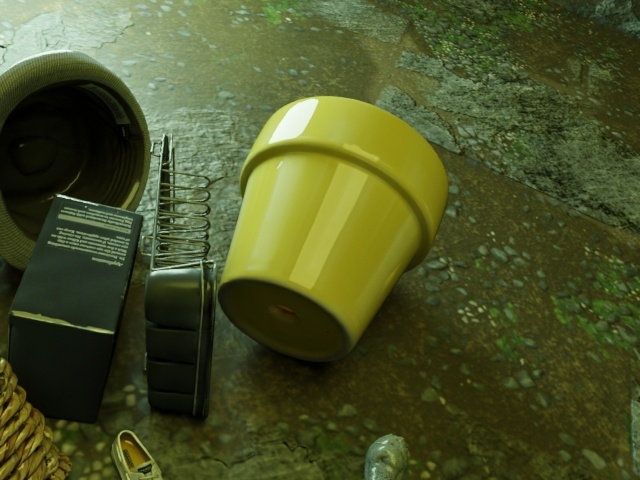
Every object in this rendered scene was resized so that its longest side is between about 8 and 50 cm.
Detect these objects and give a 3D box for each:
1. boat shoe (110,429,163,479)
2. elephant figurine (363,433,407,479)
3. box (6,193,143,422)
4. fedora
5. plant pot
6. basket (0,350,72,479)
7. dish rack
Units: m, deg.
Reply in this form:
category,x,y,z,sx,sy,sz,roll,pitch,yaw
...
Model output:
category,x,y,z,sx,sy,sz,roll,pitch,yaw
boat shoe,-0.167,0.223,0.663,0.035,0.035,0.100,-15,54,-35
elephant figurine,0.039,0.319,0.582,0.169,0.186,0.239,55,10,-15
box,-0.244,0.069,0.698,0.093,0.156,0.158,13,43,-13
fedora,-0.327,-0.094,0.816,0.124,0.244,0.275,7,34,27
plant pot,0.000,0.000,0.833,0.254,0.254,0.239,25,56,1
basket,-0.394,0.199,0.543,0.213,0.223,0.299,1,35,25
dish rack,-0.151,0.027,0.755,0.074,0.208,0.271,3,43,-11
